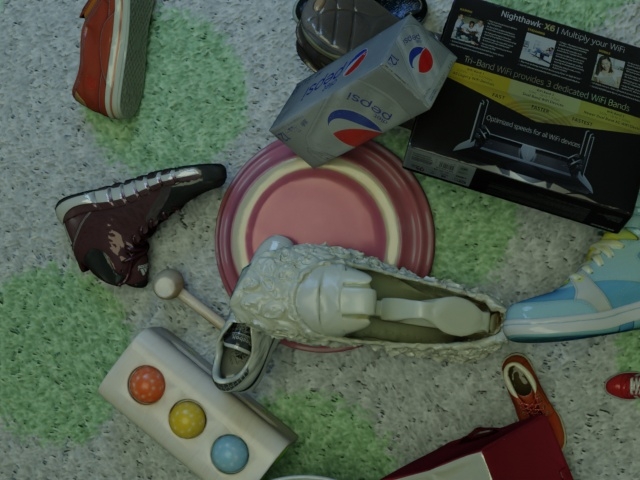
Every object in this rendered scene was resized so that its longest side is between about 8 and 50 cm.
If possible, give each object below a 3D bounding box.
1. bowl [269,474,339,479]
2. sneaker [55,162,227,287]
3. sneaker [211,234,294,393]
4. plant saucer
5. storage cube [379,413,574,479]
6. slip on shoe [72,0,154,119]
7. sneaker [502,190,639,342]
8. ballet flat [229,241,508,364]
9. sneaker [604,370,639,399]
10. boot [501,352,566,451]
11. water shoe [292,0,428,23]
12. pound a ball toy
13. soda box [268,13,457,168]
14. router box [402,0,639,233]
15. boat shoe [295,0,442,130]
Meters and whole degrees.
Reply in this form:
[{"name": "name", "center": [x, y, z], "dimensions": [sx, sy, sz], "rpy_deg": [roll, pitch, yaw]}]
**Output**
[{"name": "bowl", "center": [-0.015, 0.465, 1.869], "dimensions": [0.298, 0.134, 0.298], "rpy_deg": [0, 94, 4]}, {"name": "sneaker", "center": [-0.253, -0.016, 1.960], "dimensions": [0.281, 0.106, 0.162], "rpy_deg": [-14, 91, 21]}, {"name": "sneaker", "center": [-0.090, 0.103, 1.833], "dimensions": [0.090, 0.095, 0.235], "rpy_deg": [15, 84, 17]}, {"name": "plant saucer", "center": [0.000, 0.000, 1.910], "dimensions": [0.332, 0.084, 0.332], "rpy_deg": [0, 89, 11]}, {"name": "storage cube", "center": [0.227, 0.369, 1.773], "dimensions": [0.184, 0.193, 0.215], "rpy_deg": [-24, 83, 35]}, {"name": "slip on shoe", "center": [-0.313, -0.351, 1.966], "dimensions": [0.101, 0.123, 0.331], "rpy_deg": [10, 96, 15]}, {"name": "sneaker", "center": [0.385, 0.026, 1.794], "dimensions": [0.319, 0.127, 0.208], "rpy_deg": [-9, 83, -14]}, {"name": "ballet flat", "center": [0.086, 0.084, 1.779], "dimensions": [0.409, 0.147, 0.147], "rpy_deg": [9, 91, -20]}, {"name": "sneaker", "center": [0.458, 0.206, 1.824], "dimensions": [0.118, 0.067, 0.042], "rpy_deg": [0, 88, 11]}, {"name": "boot", "center": [0.299, 0.237, 1.847], "dimensions": [0.059, 0.084, 0.158], "rpy_deg": [-27, 85, 8]}, {"name": "water shoe", "center": [0.054, -0.347, 1.907], "dimensions": [0.203, 0.080, 0.073], "rpy_deg": [0, 88, 11]}, {"name": "pound a ball toy", "center": [-0.177, 0.212, 1.914], "dimensions": [0.319, 0.136, 0.208], "rpy_deg": [39, 96, 9]}, {"name": "soda box", "center": [0.051, -0.193, 1.752], "dimensions": [0.091, 0.286, 0.098], "rpy_deg": [39, 59, -18]}, {"name": "router box", "center": [0.290, -0.172, 1.754], "dimensions": [0.309, 0.081, 0.243], "rpy_deg": [18, 71, 3]}, {"name": "boat shoe", "center": [0.122, -0.232, 1.872], "dimensions": [0.355, 0.130, 0.132], "rpy_deg": [34, 66, -6]}]
